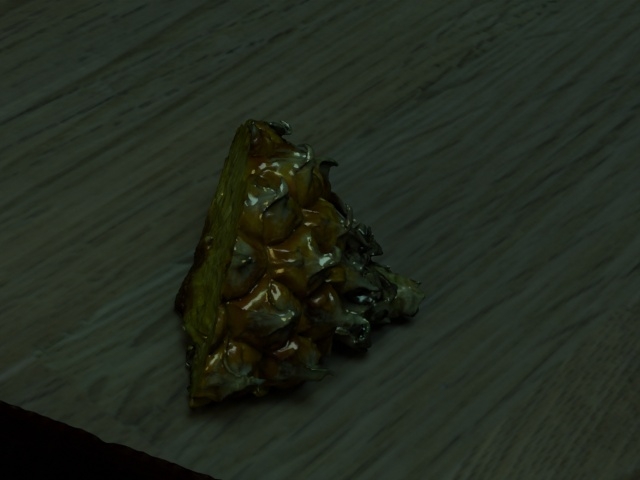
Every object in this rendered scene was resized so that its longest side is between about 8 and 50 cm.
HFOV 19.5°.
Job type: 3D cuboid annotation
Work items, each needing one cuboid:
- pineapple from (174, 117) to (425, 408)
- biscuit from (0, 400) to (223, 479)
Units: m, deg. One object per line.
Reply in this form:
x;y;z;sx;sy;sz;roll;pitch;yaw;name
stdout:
-0.001;0.003;1.240;0.164;0.140;0.250;17;35;-1;pineapple
-0.122;0.171;1.037;0.388;0.073;0.107;20;39;4;biscuit
